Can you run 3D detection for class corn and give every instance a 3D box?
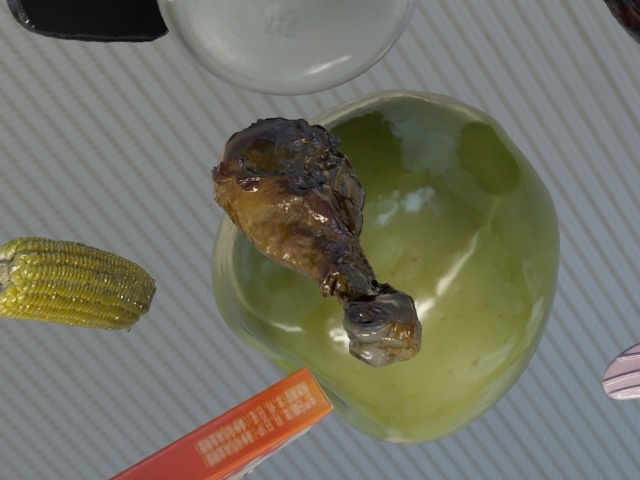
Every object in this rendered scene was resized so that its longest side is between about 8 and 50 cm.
[{"bbox_3d":[-0.223,0.041,1.442,0.165,0.063,0.085,17,104,-49],"label":"corn"}]

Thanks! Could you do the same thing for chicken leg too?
[{"bbox_3d":[0.001,0.002,1.200,0.107,0.251,0.087,-20,137,-14],"label":"chicken leg"}]

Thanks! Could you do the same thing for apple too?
[{"bbox_3d":[0.076,0.024,1.663,0.357,0.357,0.357,-1,124,-1],"label":"apple"}]

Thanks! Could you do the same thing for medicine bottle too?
[{"bbox_3d":[-0.036,-0.306,1.539,0.245,0.306,0.245,-2,125,-3],"label":"medicine bottle"}]

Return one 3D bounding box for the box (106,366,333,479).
[{"bbox_3d":[-0.149,0.215,1.307,0.048,0.273,0.265,57,151,7],"label":"box"}]

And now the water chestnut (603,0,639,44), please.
[{"bbox_3d":[0.364,-0.313,1.625,0.300,0.300,0.300,-1,124,-1],"label":"water chestnut"}]

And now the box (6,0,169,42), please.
[{"bbox_3d":[-0.240,-0.300,1.679,0.201,0.212,0.042,1,161,-37],"label":"box"}]

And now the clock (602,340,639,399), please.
[{"bbox_3d":[0.327,0.081,1.028,0.290,0.080,0.275,-11,85,19],"label":"clock"}]
